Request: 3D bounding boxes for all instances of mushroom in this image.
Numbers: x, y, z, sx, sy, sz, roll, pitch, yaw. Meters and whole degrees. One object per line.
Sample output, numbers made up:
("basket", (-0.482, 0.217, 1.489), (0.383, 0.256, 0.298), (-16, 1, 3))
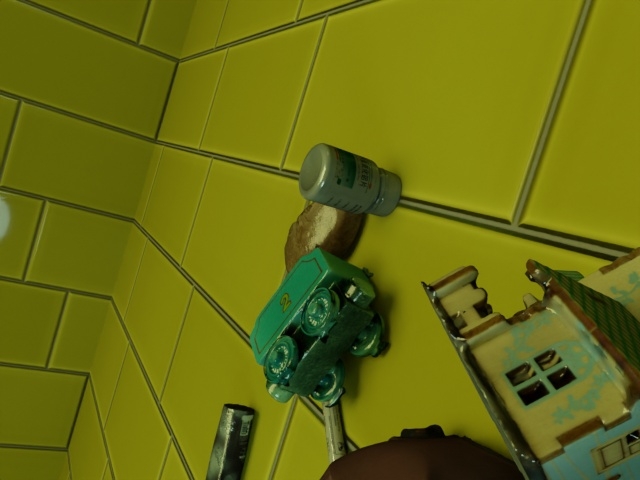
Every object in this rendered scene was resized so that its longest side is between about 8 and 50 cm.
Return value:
("mushroom", (-0.001, -0.001, 0.927), (0.210, 0.072, 0.094), (-46, 48, 41))

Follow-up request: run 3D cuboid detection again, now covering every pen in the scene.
("pen", (0.012, 0.223, 0.843), (0.025, 0.025, 0.204), (-49, 37, 39))

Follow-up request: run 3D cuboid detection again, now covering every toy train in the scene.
("toy train", (-0.007, 0.118, 0.817), (0.203, 0.112, 0.163), (-51, 33, 14))

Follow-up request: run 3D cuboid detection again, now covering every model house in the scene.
("model house", (0.213, 0.085, 0.391), (0.206, 0.271, 0.178), (-29, 37, 6))

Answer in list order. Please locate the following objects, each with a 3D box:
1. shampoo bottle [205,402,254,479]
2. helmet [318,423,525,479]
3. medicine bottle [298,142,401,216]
("shampoo bottle", (-0.163, 0.396, 1.040), (0.063, 0.057, 0.208), (8, 85, 54))
("helmet", (0.065, 0.310, 0.530), (0.338, 0.197, 0.271), (-5, 74, 59))
("medicine bottle", (0.042, -0.080, 0.824), (0.080, 0.130, 0.080), (-36, 47, 51))
